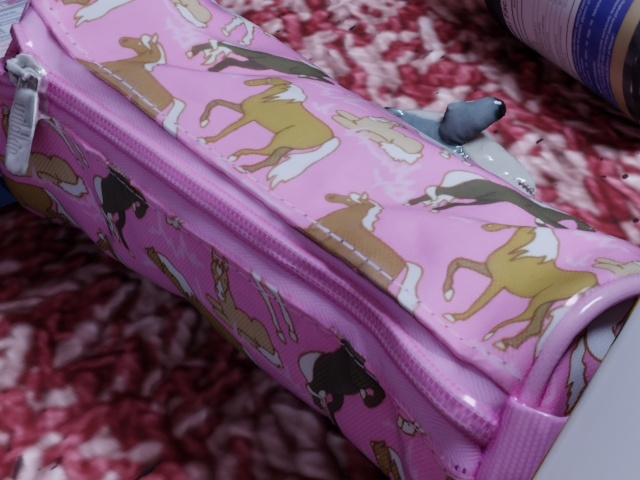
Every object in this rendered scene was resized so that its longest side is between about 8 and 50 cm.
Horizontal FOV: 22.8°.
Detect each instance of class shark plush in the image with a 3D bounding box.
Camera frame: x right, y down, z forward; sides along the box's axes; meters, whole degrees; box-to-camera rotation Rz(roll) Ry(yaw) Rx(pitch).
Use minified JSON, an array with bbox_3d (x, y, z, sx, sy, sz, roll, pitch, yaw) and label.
[{"bbox_3d":[0.042,-0.044,0.894,0.161,0.073,0.067,11,66,3],"label":"shark plush"}]

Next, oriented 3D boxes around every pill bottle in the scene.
[{"bbox_3d":[0.180,-0.165,1.014,0.122,0.123,0.219,-17,40,-26],"label":"pill bottle"}]

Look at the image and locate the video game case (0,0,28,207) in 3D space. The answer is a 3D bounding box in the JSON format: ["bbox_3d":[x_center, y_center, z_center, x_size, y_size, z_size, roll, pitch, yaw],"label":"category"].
[{"bbox_3d":[-0.214,-0.113,0.961,0.269,0.061,0.244,-24,44,-33],"label":"video game case"}]

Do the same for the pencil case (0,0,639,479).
[{"bbox_3d":[0.000,0.000,0.735,0.167,0.160,0.386,-32,48,-28],"label":"pencil case"}]

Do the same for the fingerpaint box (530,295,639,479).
[{"bbox_3d":[0.286,0.134,0.415,0.444,0.163,0.371,24,74,30],"label":"fingerpaint box"}]
